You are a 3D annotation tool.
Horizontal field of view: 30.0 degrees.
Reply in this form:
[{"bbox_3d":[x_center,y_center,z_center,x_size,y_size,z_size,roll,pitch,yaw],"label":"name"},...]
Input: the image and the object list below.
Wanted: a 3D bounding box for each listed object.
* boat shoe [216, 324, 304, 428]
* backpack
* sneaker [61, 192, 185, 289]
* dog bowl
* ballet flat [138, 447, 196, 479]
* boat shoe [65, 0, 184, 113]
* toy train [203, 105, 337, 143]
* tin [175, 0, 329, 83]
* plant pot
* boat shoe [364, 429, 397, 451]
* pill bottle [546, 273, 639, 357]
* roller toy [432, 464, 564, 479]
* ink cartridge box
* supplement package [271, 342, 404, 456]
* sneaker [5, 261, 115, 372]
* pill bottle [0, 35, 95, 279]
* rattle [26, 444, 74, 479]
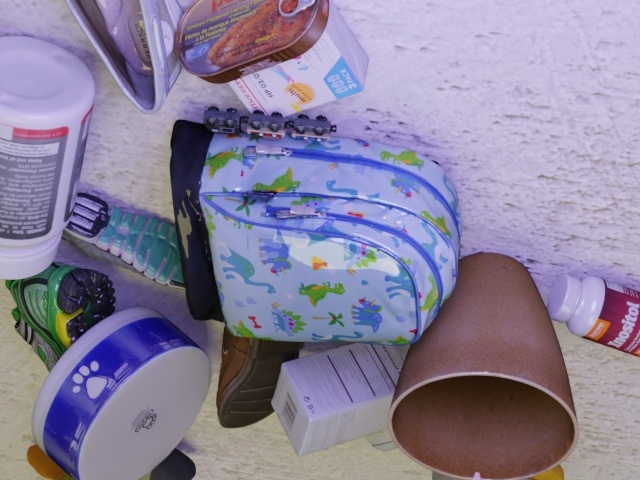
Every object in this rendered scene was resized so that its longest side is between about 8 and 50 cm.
[{"bbox_3d":[-0.090,0.159,1.765,0.110,0.104,0.307,-3,140,-28],"label":"boat shoe"},{"bbox_3d":[0.000,0.000,1.494,0.355,0.273,0.290,-4,130,-2],"label":"backpack"},{"bbox_3d":[-0.266,0.007,1.670,0.223,0.083,0.098,30,154,-12],"label":"sneaker"},{"bbox_3d":[-0.288,0.235,1.756,0.104,0.265,0.265,35,145,26],"label":"dog bowl"},{"bbox_3d":[-0.345,0.347,2.026,0.280,0.095,0.096,12,125,-1],"label":"ballet flat"},{"bbox_3d":[-0.238,-0.286,1.314,0.118,0.103,0.320,-6,135,18],"label":"boat shoe"},{"bbox_3d":[-0.060,-0.134,1.407,0.158,0.027,0.036,5,145,3],"label":"toy train"},{"bbox_3d":[-0.076,-0.241,1.331,0.189,0.106,0.040,-15,163,26],"label":"tin"},{"bbox_3d":[0.219,0.148,1.576,0.237,0.254,0.237,6,137,6],"label":"plant pot"},{"bbox_3d":[0.137,0.269,1.847,0.075,0.083,0.226,33,134,-24],"label":"boat shoe"},{"bbox_3d":[0.387,0.099,1.613,0.152,0.086,0.086,18,137,-9],"label":"pill bottle"},{"bbox_3d":[0.275,0.385,1.898,0.209,0.146,0.191,3,137,7],"label":"roller toy"},{"bbox_3d":[-0.048,-0.202,1.395,0.181,0.062,0.104,-16,132,26],"label":"ink cartridge box"},{"bbox_3d":[0.034,0.225,1.750,0.179,0.105,0.105,-13,143,-24],"label":"supplement package"},{"bbox_3d":[-0.377,0.139,1.803,0.146,0.134,0.344,22,142,19],"label":"sneaker"},{"bbox_3d":[-0.379,-0.096,1.485,0.161,0.161,0.283,16,131,-6],"label":"pill bottle"},{"bbox_3d":[-0.439,0.453,2.174,0.142,0.130,0.200,8,165,18],"label":"rattle"}]
